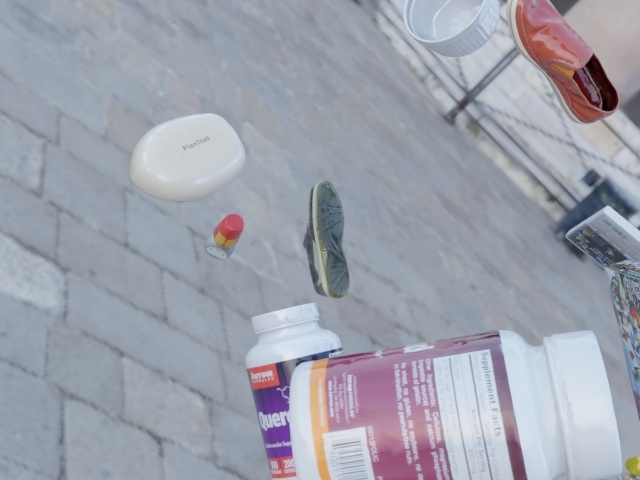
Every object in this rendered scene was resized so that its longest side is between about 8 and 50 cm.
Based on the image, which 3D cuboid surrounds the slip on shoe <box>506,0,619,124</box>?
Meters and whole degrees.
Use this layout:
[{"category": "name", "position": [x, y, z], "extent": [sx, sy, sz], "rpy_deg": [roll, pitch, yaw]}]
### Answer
[{"category": "slip on shoe", "position": [0.471, -0.360, 2.003], "extent": [0.331, 0.123, 0.101], "rpy_deg": [50, -24, -24]}]

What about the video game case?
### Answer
[{"category": "video game case", "position": [0.587, 0.022, 2.018], "extent": [0.190, 0.022, 0.173], "rpy_deg": [39, -20, 1]}]

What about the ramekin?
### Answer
[{"category": "ramekin", "position": [0.297, -0.503, 2.295], "extent": [0.109, 0.207, 0.207], "rpy_deg": [30, 24, -50]}]

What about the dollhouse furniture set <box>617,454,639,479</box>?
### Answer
[{"category": "dollhouse furniture set", "position": [0.529, 0.485, 1.731], "extent": [0.286, 0.198, 0.303], "rpy_deg": [-7, 43, -25]}]

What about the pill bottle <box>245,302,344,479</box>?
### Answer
[{"category": "pill bottle", "position": [-0.031, 0.284, 1.894], "extent": [0.181, 0.182, 0.322], "rpy_deg": [-2, 77, -66]}]

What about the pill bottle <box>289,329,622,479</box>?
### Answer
[{"category": "pill bottle", "position": [0.172, 0.237, 1.349], "extent": [0.224, 0.392, 0.224], "rpy_deg": [-10, 90, -81]}]

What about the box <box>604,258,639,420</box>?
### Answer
[{"category": "box", "position": [0.453, 0.149, 1.391], "extent": [0.159, 0.044, 0.233], "rpy_deg": [-134, -152, -82]}]

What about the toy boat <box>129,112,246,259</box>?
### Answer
[{"category": "toy boat", "position": [-0.266, -0.114, 2.249], "extent": [0.268, 0.148, 0.318], "rpy_deg": [-21, 75, -29]}]

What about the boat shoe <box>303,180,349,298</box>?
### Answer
[{"category": "boat shoe", "position": [0.001, 0.001, 1.979], "extent": [0.080, 0.073, 0.223], "rpy_deg": [-10, 93, -46]}]
